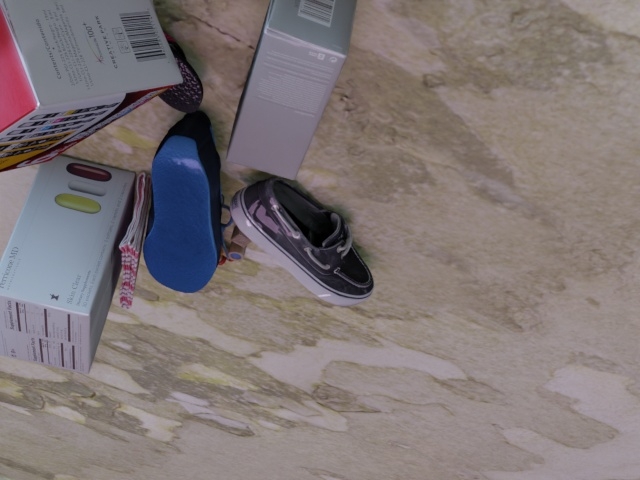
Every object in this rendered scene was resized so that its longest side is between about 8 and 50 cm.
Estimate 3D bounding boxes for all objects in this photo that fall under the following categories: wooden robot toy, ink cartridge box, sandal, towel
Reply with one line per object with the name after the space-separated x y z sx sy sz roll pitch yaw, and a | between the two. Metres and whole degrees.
-0.176 0.032 1.445 0.173 0.079 0.076 -18 137 34 | wooden robot toy
-0.370 -0.170 1.008 0.309 0.272 0.130 -19 93 42 | ink cartridge box
-0.207 -0.241 1.105 0.067 0.040 0.179 -21 120 30 | sandal
-0.297 0.003 1.374 0.029 0.144 0.197 10 146 -10 | towel

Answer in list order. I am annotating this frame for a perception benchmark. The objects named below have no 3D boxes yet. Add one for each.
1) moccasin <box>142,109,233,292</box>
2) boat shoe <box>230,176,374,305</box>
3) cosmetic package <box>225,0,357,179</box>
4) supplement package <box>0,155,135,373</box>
-0.185 -0.048 1.299 0.138 0.116 0.342 18 141 -4 | moccasin
0.000 0.000 1.344 0.102 0.108 0.301 -25 129 35 | boat shoe
-0.038 -0.196 1.048 0.107 0.127 0.238 17 143 -11 | cosmetic package
-0.391 0.036 1.339 0.145 0.261 0.204 13 145 -6 | supplement package
